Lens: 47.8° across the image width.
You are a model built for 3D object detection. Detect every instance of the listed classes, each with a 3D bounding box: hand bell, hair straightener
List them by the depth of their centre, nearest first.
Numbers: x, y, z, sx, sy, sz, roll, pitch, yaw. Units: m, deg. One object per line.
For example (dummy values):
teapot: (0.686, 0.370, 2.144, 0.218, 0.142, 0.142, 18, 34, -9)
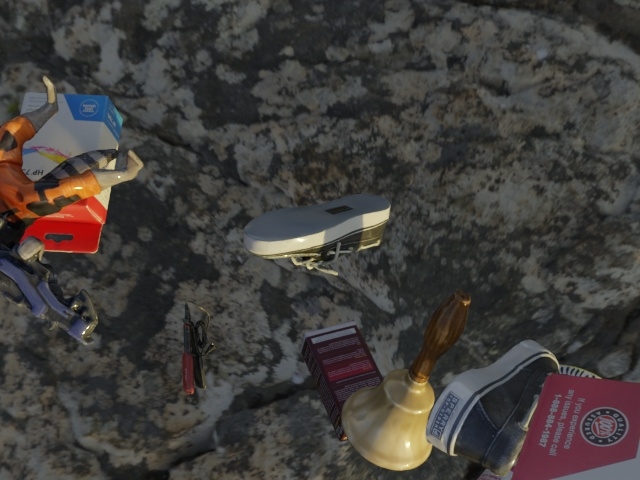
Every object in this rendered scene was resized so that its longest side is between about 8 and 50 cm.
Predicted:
hand bell: (0.123, 0.152, 0.862, 0.126, 0.126, 0.242, 32, 127, 12)
hair straightener: (-0.311, 0.264, 1.821, 0.047, 0.089, 0.231, -3, 94, 42)

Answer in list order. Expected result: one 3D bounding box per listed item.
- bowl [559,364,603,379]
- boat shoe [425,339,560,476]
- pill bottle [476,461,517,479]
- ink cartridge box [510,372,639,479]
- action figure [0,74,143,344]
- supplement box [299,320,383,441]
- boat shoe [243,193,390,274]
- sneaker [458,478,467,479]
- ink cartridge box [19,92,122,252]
bowl: (0.346, 0.268, 1.032, 0.170, 0.170, 0.080, 24, 39, 11)
boat shoe: (0.219, 0.180, 0.768, 0.102, 0.301, 0.108, 28, 101, 29)
pill bottle: (0.305, 0.553, 1.330, 0.160, 0.160, 0.283, 43, 64, 14)
ink cartridge box: (0.240, 0.186, 0.361, 0.282, 0.117, 0.207, 0, 31, 32)
action figure: (-0.377, -0.008, 0.942, 0.341, 0.178, 0.330, 42, 79, 5)
supplement box: (0.059, 0.303, 1.575, 0.130, 0.073, 0.239, -11, 53, -22)
boat shoe: (-0.003, -0.002, 1.213, 0.113, 0.306, 0.105, 24, 118, 34)
sneaker: (0.297, 0.602, 1.555, 0.148, 0.350, 0.131, 41, 126, 47)
ink cartridge box: (-0.392, -0.103, 1.094, 0.134, 0.078, 0.231, 2, 71, 4)
